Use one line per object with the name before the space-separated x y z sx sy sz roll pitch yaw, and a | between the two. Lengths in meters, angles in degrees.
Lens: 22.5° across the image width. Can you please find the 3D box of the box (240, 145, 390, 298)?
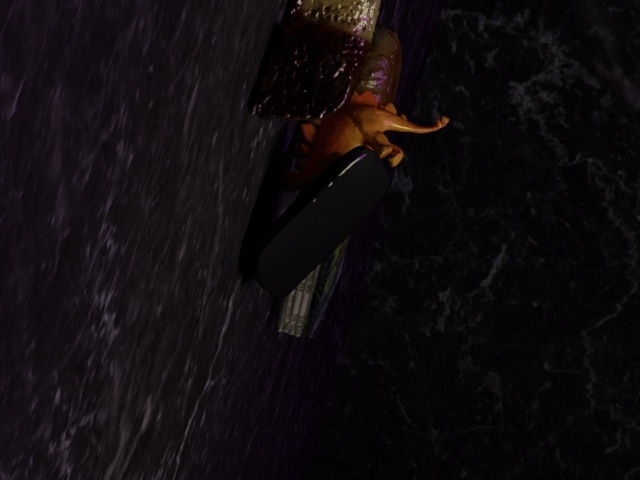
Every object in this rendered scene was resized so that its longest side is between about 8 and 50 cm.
box | -0.001 -0.021 1.827 0.201 0.042 0.212 -46 165 2

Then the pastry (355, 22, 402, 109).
pastry | 0.062 -0.213 2.126 0.153 0.081 0.153 21 90 -83

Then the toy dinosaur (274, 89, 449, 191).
toy dinosaur | 0.037 -0.129 1.923 0.288 0.117 0.070 -31 158 -38

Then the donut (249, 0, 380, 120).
donut | 0.009 -0.210 1.541 0.141 0.085 0.217 -5 110 -84

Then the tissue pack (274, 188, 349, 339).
tissue pack | 0.000 0.000 2.231 0.173 0.073 0.235 -67 172 -51
